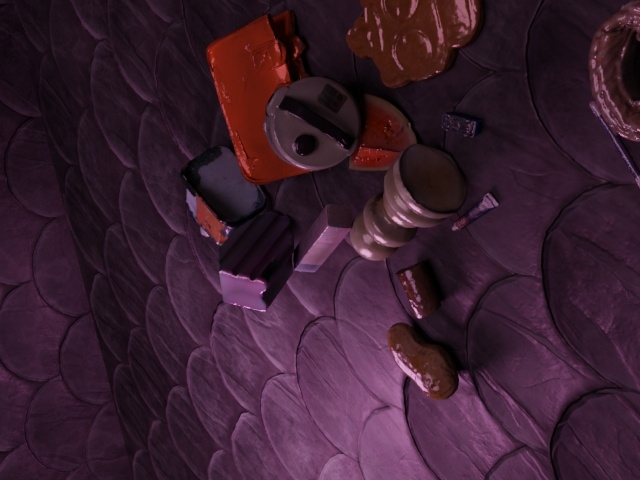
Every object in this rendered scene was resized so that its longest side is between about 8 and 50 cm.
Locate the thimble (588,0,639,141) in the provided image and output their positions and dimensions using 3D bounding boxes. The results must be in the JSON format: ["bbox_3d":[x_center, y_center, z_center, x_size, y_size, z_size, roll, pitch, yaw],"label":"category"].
[{"bbox_3d":[0.567,-0.285,1.222,0.196,0.148,0.229,-42,74,49],"label":"thimble"}]

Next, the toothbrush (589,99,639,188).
[{"bbox_3d":[0.582,-0.139,1.360,0.026,0.024,0.288,-35,81,47],"label":"toothbrush"}]

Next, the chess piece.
[{"bbox_3d":[0.182,-0.063,1.720,0.182,0.182,0.330,56,144,11],"label":"chess piece"}]

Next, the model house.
[{"bbox_3d":[-0.311,-0.105,2.225,0.253,0.184,0.291,48,149,11],"label":"model house"}]

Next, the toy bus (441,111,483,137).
[{"bbox_3d":[0.307,-0.254,1.580,0.083,0.046,0.038,24,124,35],"label":"toy bus"}]

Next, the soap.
[{"bbox_3d":[-0.170,0.046,2.025,0.192,0.324,0.109,13,127,16],"label":"soap"}]

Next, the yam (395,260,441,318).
[{"bbox_3d":[0.244,0.119,1.792,0.084,0.084,0.127,-22,94,49],"label":"yam"}]

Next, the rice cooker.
[{"bbox_3d":[-0.022,-0.276,1.709,0.244,0.225,0.226,-124,21,-78],"label":"rice cooker"}]

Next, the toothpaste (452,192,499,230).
[{"bbox_3d":[0.345,-0.059,1.648,0.037,0.021,0.140,54,135,7],"label":"toothpaste"}]

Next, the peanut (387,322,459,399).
[{"bbox_3d":[0.256,0.298,1.840,0.236,0.110,0.120,48,157,30],"label":"peanut"}]

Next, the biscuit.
[{"bbox_3d":[0.190,-0.481,1.599,0.375,0.051,0.270,-6,101,48],"label":"biscuit"}]

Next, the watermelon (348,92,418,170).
[{"bbox_3d":[0.135,-0.256,1.723,0.192,0.137,0.146,-9,70,32],"label":"watermelon"}]

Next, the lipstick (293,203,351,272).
[{"bbox_3d":[0.000,0.000,1.922,0.317,0.068,0.066,127,146,-62],"label":"lipstick"}]

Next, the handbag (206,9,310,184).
[{"bbox_3d":[-0.138,-0.367,1.942,0.303,0.116,0.410,-9,101,47],"label":"handbag"}]
